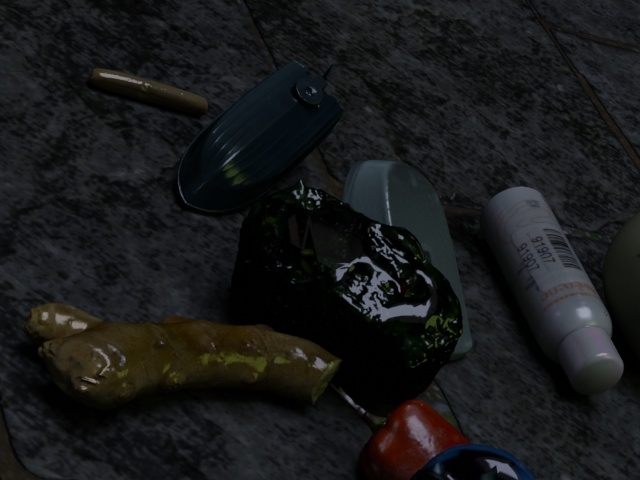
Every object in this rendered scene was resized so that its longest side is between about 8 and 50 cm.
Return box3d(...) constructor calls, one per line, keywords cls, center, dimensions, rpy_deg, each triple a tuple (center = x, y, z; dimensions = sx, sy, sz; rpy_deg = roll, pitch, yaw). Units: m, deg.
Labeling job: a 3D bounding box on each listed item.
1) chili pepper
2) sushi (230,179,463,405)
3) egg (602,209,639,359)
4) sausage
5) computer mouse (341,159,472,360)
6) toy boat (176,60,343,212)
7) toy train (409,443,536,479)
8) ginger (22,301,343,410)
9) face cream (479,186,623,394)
box3d(cls="chili pepper", center=(0.077, 0.184, 1.672), dimensions=(0.192, 0.084, 0.086), rpy_deg=(39, -2, 11))
box3d(cls="sushi", center=(0.023, 0.047, 1.756), dimensions=(0.225, 0.127, 0.124), rpy_deg=(34, 57, 11))
box3d(cls="egg", center=(0.427, 0.054, 2.031), dimensions=(0.269, 0.219, 0.219), rpy_deg=(21, 31, -8))
box3d(cls="sausage", center=(-0.180, -0.157, 2.016), dimensions=(0.132, 0.024, 0.024), rpy_deg=(15, 33, -26))
box3d(cls="computer mouse", center=(0.080, 0.022, 1.917), dimensions=(0.128, 0.079, 0.231), rpy_deg=(24, 45, -45))
box3d(cls="toy boat", center=(-0.070, -0.097, 1.972), dimensions=(0.093, 0.103, 0.246), rpy_deg=(46, 45, 0))
box3d(cls="toy train", center=(0.128, 0.312, 1.337), dimensions=(0.300, 0.265, 0.188), rpy_deg=(30, 20, 4))
box3d(cls="ginger", center=(-0.109, 0.105, 1.645), dimensions=(0.299, 0.065, 0.118), rpy_deg=(8, 35, -37))
box3d(cls="face cream", center=(0.244, 0.053, 2.009), dimensions=(0.082, 0.082, 0.269), rpy_deg=(12, 33, -28))
